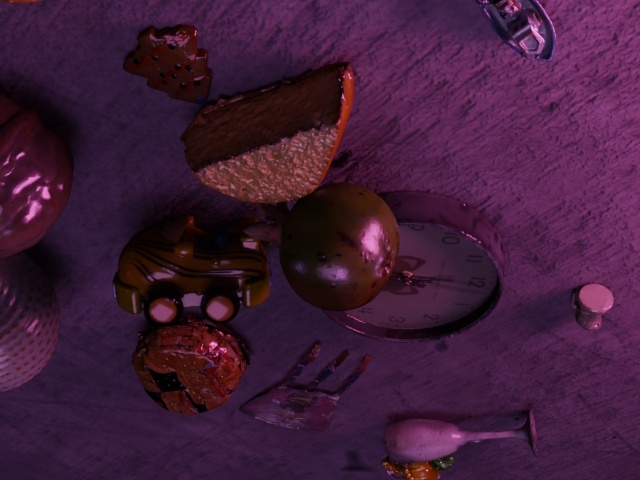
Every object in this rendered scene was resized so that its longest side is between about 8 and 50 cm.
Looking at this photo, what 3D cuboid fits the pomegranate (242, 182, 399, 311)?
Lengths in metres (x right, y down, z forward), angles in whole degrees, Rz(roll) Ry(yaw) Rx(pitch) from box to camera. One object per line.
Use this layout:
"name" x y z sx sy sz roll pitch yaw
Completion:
"pomegranate" 0.000 0.000 1.130 0.224 0.182 0.182 16 147 32

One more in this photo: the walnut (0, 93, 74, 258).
"walnut" -0.450 -0.088 1.103 0.224 0.224 0.224 3 139 2

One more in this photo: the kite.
"kite" -0.030 0.317 1.667 0.204 0.022 0.360 17 139 -14

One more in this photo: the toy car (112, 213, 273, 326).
"toy car" -0.197 0.030 1.243 0.247 0.200 0.143 -3 109 -10

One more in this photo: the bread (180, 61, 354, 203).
"bread" -0.051 -0.129 1.075 0.260 0.129 0.134 -18 139 25

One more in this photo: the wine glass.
"wine glass" 0.269 0.378 1.619 0.309 0.096 0.264 -7 152 15

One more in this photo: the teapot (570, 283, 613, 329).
"teapot" 0.457 0.115 1.365 0.067 0.057 0.083 32 152 28

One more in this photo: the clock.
"clock" 0.139 0.053 1.312 0.324 0.067 0.325 3 139 3

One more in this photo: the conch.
"conch" -0.588 0.096 1.331 0.302 0.215 0.320 -1 108 -2

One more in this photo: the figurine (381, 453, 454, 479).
"figurine" 0.211 0.493 1.778 0.156 0.095 0.114 -12 160 43

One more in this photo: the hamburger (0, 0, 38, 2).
"hamburger" -0.332 -0.322 0.873 0.147 0.138 0.083 3 138 -8

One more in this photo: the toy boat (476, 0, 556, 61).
"toy boat" 0.235 -0.256 0.946 0.059 0.066 0.140 -31 129 30

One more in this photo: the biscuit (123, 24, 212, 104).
"biscuit" -0.190 -0.226 1.059 0.119 0.019 0.130 -22 133 28

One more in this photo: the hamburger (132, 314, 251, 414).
"hamburger" -0.246 0.237 1.537 0.230 0.107 0.231 6 134 7
